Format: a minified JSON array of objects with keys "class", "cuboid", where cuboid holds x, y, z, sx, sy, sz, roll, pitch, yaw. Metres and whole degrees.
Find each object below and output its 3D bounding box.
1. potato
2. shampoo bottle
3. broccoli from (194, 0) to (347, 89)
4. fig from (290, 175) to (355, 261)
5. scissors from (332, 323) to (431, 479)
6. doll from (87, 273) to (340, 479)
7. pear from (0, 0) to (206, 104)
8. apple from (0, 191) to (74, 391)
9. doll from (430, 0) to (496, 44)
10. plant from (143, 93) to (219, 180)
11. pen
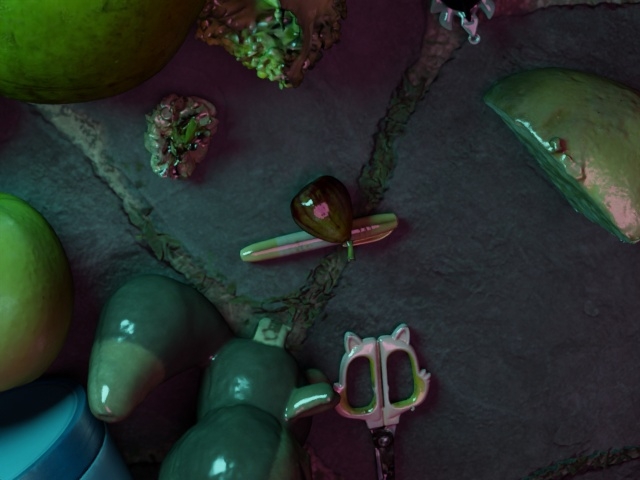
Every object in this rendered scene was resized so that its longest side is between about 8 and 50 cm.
[{"class":"potato","cuboid":[0.394,-0.158,1.467,0.189,0.211,0.264,-42,105,4]},{"class":"shampoo bottle","cuboid":[-0.386,0.415,1.404,0.331,0.331,0.342,-25,109,-4]},{"class":"broccoli","cuboid":[-0.079,-0.323,1.322,0.180,0.273,0.242,17,102,19]},{"class":"fig","cuboid":[0.017,-0.027,1.478,0.089,0.089,0.125,-37,92,0]},{"class":"scissors","cuboid":[0.097,0.282,1.623,0.160,0.024,0.317,-8,107,-9]},{"class":"doll","cuboid":[-0.170,0.269,1.419,0.379,0.382,0.252,26,129,-4]},{"class":"pear","cuboid":[-0.302,-0.334,1.220,0.413,0.352,0.352,-36,109,10]},{"class":"apple","cuboid":[-0.457,0.066,1.335,0.292,0.292,0.254,1,101,-11]},{"class":"doll","cuboid":[0.186,-0.361,1.438,0.096,0.070,0.195,-14,101,9]},{"class":"plant","cuboid":[-0.178,-0.136,1.405,0.105,0.122,0.116,-3,99,-22]},{"class":"pen","cuboid":[0.000,0.000,1.522,0.234,0.032,0.040,-14,112,-6]}]
